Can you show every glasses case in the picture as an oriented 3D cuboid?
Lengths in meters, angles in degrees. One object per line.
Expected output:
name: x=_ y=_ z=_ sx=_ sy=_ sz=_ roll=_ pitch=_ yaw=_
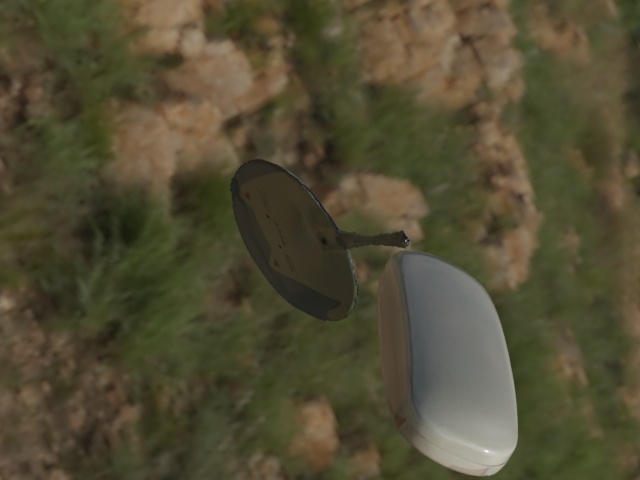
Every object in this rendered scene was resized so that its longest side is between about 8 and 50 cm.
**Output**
glasses case: x=0.078 y=0.072 z=1.090 sx=0.081 sy=0.051 sz=0.204 roll=22 pitch=28 yaw=-13

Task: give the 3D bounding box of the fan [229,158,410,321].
fan: x=0.000 y=0.000 z=1.039 sx=0.005 sy=0.175 sz=0.113 roll=-34 pitch=108 yaw=-30
